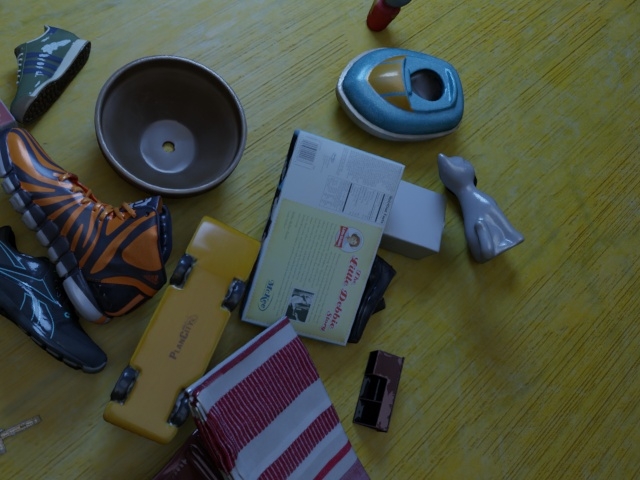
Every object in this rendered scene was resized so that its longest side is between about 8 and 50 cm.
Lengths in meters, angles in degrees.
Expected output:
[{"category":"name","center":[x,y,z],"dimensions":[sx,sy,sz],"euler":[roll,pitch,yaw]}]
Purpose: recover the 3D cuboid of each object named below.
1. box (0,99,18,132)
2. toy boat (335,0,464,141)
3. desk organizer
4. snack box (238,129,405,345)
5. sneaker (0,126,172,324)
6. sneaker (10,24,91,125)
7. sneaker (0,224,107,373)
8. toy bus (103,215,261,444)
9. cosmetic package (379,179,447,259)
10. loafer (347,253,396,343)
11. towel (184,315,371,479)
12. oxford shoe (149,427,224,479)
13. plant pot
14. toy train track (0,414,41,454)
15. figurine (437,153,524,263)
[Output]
[{"category":"box","center":[-0.563,-0.173,0.878],"dimensions":[0.170,0.091,0.130],"euler":[-37,90,-23]},{"category":"toy boat","center":[0.152,-0.350,1.139],"dimensions":[0.267,0.148,0.319],"euler":[-4,78,-20]},{"category":"desk organizer","center":[0.100,0.259,1.019],"dimensions":[0.050,0.047,0.130],"euler":[20,70,-11]},{"category":"snack box","center":[0.000,0.000,0.978],"dimensions":[0.187,0.060,0.322],"euler":[17,96,-14]},{"category":"sneaker","center":[-0.332,-0.050,0.882],"dimensions":[0.180,0.124,0.321],"euler":[-29,98,2]},{"category":"sneaker","center":[-0.460,-0.275,0.954],"dimensions":[0.086,0.064,0.192],"euler":[29,60,-7]},{"category":"sneaker","center":[-0.407,0.087,0.860],"dimensions":[0.267,0.101,0.106],"euler":[42,65,-5]},{"category":"toy bus","center":[-0.206,0.130,0.901],"dimensions":[0.108,0.130,0.333],"euler":[27,69,-12]},{"category":"cosmetic package","center":[0.109,-0.055,1.084],"dimensions":[0.231,0.085,0.118],"euler":[20,71,-15]},{"category":"loafer","center":[0.091,0.109,1.048],"dimensions":[0.061,0.062,0.170],"euler":[28,70,-15]},{"category":"towel","center":[-0.046,0.307,0.882],"dimensions":[0.237,0.037,0.329],"euler":[-33,100,-50]},{"category":"oxford shoe","center":[-0.184,0.357,0.865],"dimensions":[0.348,0.130,0.123],"euler":[-26,73,-42]},{"category":"plant pot","center":[-0.248,-0.175,0.977],"dimensions":[0.237,0.109,0.238],"euler":[4,76,-18]},{"category":"toy train track","center":[-0.445,0.274,0.844],"dimensions":[0.083,0.014,0.048],"euler":[-23,85,-23]},{"category":"figurine","center":[0.281,-0.066,1.091],"dimensions":[0.092,0.215,0.210],"euler":[-31,80,13]}]
